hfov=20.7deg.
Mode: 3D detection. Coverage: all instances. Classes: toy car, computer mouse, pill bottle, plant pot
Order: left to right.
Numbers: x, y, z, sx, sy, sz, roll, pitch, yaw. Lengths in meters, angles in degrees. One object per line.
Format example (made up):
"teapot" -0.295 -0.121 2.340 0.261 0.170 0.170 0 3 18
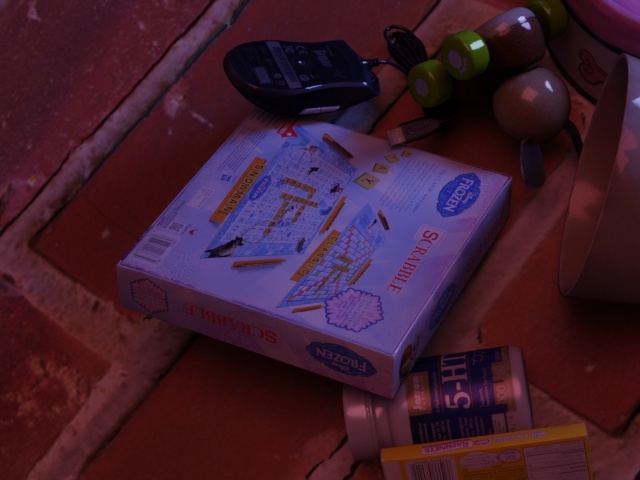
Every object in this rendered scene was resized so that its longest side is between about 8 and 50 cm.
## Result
"computer mouse" 0.026 -0.157 1.980 0.262 0.060 0.184 -10 50 -28
"pill bottle" 0.122 0.173 1.793 0.187 0.112 0.112 -9 61 7
"toy car" 0.220 -0.151 1.933 0.155 0.149 0.188 -27 84 -32
"plant pot" 0.409 -0.034 1.787 0.274 0.256 0.256 14 65 1

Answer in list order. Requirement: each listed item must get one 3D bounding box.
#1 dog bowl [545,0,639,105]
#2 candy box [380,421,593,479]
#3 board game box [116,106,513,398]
"dog bowl" 0.440 -0.324 1.969 0.408 0.150 0.408 -5 62 10
"candy box" 0.170 0.240 1.753 0.206 0.105 0.027 -8 35 7
"board game box" 0.000 0.000 1.870 0.318 0.066 0.318 18 44 21
